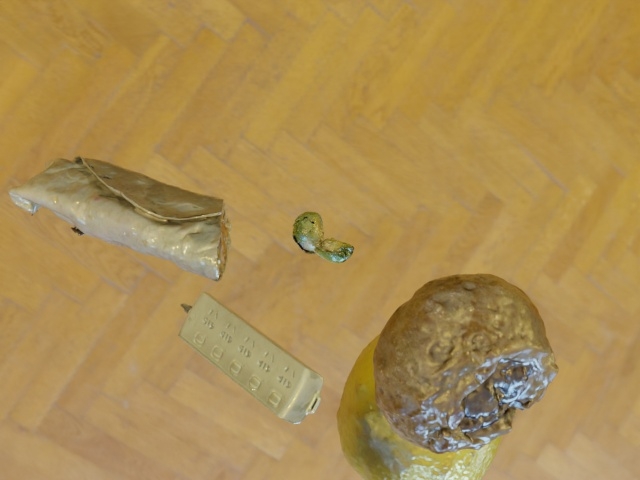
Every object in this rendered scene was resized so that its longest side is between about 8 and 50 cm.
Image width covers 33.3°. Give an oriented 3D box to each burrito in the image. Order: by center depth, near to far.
[{"bbox_3d":[-0.166,-0.025,0.926,0.087,0.226,0.060,-43,145,-55],"label":"burrito"}]

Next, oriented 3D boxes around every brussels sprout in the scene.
[{"bbox_3d":[0.000,0.001,1.372,0.083,0.051,0.046,43,55,6],"label":"brussels sprout"}]

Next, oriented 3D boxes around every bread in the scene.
[{"bbox_3d":[0.171,0.148,1.240,0.230,0.123,0.230,-16,125,-24],"label":"bread"}]

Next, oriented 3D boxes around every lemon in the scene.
[{"bbox_3d":[0.160,0.259,1.648,0.268,0.268,0.322,-9,134,-26],"label":"lemon"}]

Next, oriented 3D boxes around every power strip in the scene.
[{"bbox_3d":[-0.089,0.120,1.184,0.027,0.252,0.060,29,91,-47],"label":"power strip"}]
